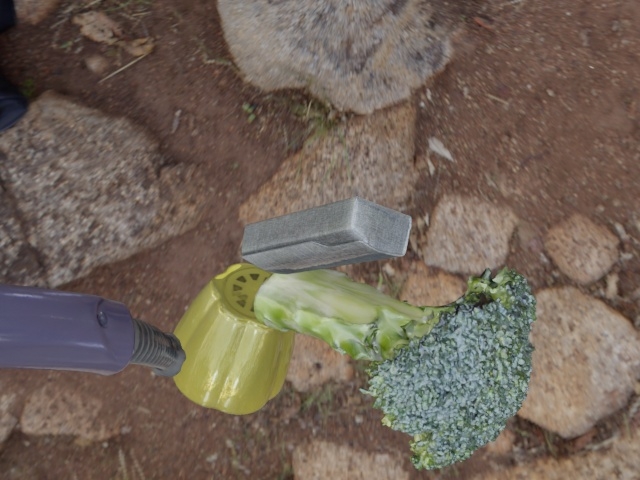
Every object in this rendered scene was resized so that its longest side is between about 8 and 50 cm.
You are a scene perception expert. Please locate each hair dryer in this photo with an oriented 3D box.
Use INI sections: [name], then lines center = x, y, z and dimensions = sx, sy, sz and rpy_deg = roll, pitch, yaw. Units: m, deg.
[hair dryer]
center = -0.226, 0.070, 0.545
dimensions = 0.301, 0.361, 0.121
rpy_deg = -29, 64, 36

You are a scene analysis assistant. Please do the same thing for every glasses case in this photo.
[glasses case]
center = 0.000, 0.000, 0.982
dimensions = 0.071, 0.205, 0.047
rpy_deg = 19, 73, -31

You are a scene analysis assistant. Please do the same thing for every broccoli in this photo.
[broccoli]
center = 0.065, 0.124, 1.142
dimensions = 0.362, 0.252, 0.221
rpy_deg = 0, 139, 25

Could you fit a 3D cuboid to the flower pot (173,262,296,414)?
[flower pot]
center = -0.123, 0.139, 1.488
dimensions = 0.195, 0.195, 0.179
rpy_deg = 22, 129, -4
